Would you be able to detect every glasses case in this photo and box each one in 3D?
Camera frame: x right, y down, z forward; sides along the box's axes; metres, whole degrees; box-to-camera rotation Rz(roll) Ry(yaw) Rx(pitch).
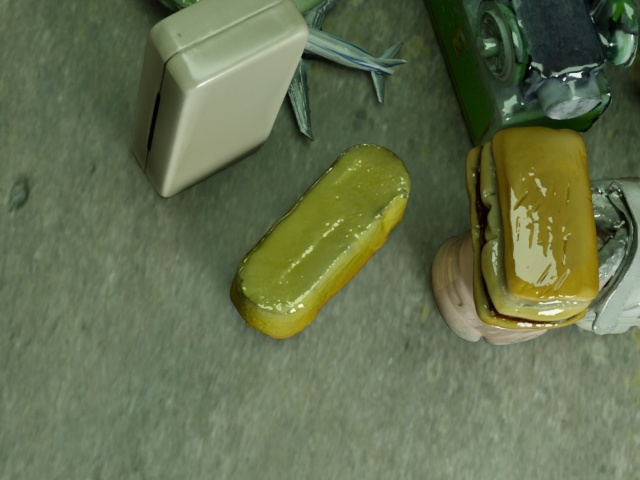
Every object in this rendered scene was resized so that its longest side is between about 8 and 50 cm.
[{"bbox_3d":[-0.109,-0.149,1.504,0.144,0.336,0.076,-29,81,-18],"label":"glasses case"}]

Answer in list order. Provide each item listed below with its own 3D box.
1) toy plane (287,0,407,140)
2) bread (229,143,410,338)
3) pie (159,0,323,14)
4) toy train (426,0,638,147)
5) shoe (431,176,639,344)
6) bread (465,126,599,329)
[{"bbox_3d":[-0.013,-0.230,1.694,0.226,0.058,0.226,18,75,-1],"label":"toy plane"},{"bbox_3d":[0.000,0.000,1.613,0.102,0.094,0.245,38,70,11],"label":"bread"},{"bbox_3d":[-0.095,-0.324,1.675,0.240,0.054,0.240,3,49,-4],"label":"pie"},{"bbox_3d":[0.223,-0.259,1.644,0.173,0.249,0.307,-14,76,-11],"label":"toy train"},{"bbox_3d":[0.307,0.014,1.608,0.351,0.198,0.172,-17,78,-14],"label":"shoe"},{"bbox_3d":[0.210,-0.014,1.465,0.116,0.077,0.200,2,74,-14],"label":"bread"}]
